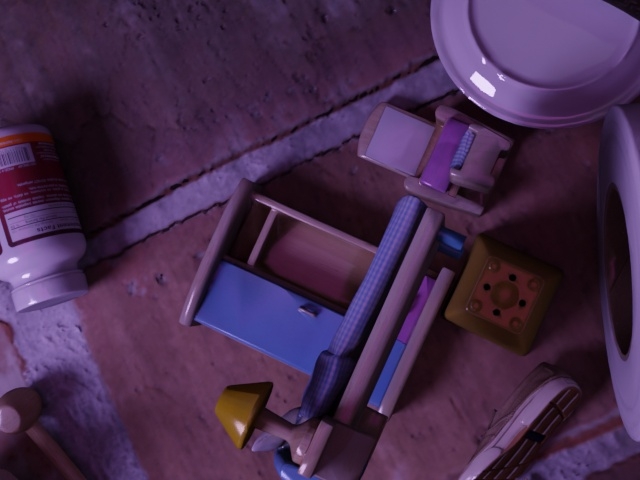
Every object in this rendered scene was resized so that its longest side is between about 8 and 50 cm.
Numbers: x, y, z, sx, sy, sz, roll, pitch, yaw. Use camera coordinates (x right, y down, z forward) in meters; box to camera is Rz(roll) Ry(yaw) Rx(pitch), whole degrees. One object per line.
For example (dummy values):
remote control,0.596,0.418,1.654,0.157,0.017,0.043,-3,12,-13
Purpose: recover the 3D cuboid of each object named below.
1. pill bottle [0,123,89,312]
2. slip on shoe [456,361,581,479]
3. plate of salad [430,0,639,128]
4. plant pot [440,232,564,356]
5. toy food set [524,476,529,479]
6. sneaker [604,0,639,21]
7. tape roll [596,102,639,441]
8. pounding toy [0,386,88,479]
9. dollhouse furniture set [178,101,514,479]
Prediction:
pill bottle,-0.256,-0.018,0.886,0.086,0.086,0.152,-19,85,7
slip on shoe,0.157,0.159,0.842,0.135,0.051,0.041,-53,42,11
plate of salad,0.192,-0.188,0.847,0.199,0.048,0.200,-1,84,6
plant pot,0.149,0.044,0.825,0.081,0.083,0.082,25,90,9
toy food set,0.148,0.264,0.849,0.122,0.019,0.078,-37,83,-3
sneaker,0.246,-0.252,0.781,0.290,0.106,0.123,35,78,-5
tape roll,0.297,0.018,0.725,0.169,0.246,0.246,-3,87,7
pounding toy,-0.265,0.263,0.840,0.154,0.154,0.270,-1,88,8
dollhouse furniture set,0.000,0.000,0.739,0.198,0.303,0.287,24,91,8
